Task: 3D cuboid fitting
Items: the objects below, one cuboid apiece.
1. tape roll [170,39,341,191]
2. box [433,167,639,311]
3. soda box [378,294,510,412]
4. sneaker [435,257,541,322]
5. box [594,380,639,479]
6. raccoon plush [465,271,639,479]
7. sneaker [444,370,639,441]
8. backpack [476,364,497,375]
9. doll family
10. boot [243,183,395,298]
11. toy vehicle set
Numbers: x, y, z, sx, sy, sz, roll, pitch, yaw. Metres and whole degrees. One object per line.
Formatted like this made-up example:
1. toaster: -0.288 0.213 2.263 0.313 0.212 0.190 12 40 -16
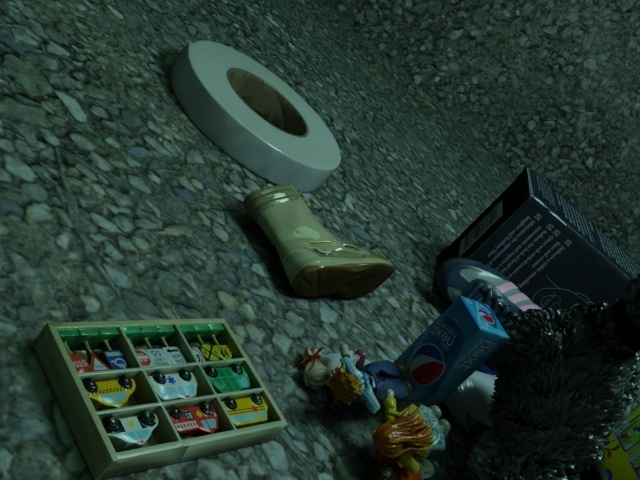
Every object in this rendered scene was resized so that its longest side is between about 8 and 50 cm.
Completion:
1. tape roll: -0.127 -0.259 1.628 0.392 0.072 0.392 35 25 -19
2. box: 0.489 0.095 1.702 0.395 0.293 0.212 40 24 -5
3. soda box: 0.171 0.179 1.159 0.071 0.210 0.067 19 31 -37
4. sneaker: 0.368 0.146 1.553 0.319 0.112 0.131 33 11 -3
5. box: 0.650 0.419 1.452 0.290 0.177 0.279 37 19 -18
6. raccoon plush: 0.320 0.235 1.056 0.216 0.446 0.299 16 58 7
7. sneaker: 0.378 0.259 1.349 0.365 0.210 0.137 29 26 -29
8. backpack: 0.327 0.216 1.489 0.098 0.101 0.120 47 -10 7
9. doll family: 0.081 0.219 1.067 0.163 0.118 0.263 5 44 -55
10. boot: 0.000 0.000 1.357 0.262 0.095 0.203 2 44 -50
11. toy vehicle set: -0.168 0.162 0.879 0.266 0.035 0.166 6 42 -55
